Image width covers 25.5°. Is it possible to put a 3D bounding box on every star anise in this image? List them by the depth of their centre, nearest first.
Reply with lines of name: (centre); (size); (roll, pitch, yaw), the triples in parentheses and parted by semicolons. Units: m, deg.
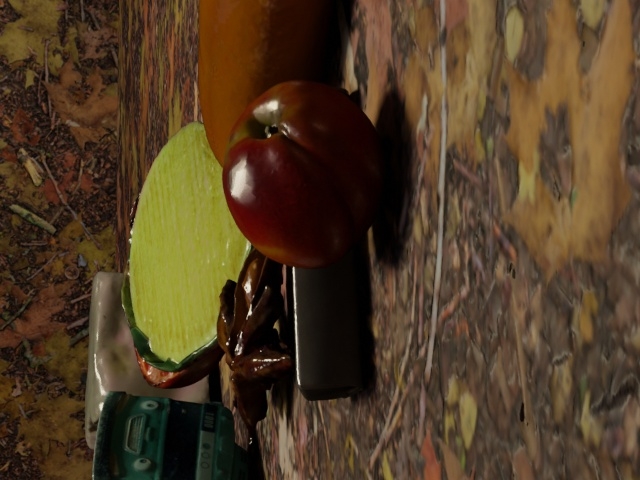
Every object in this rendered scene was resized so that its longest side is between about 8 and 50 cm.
star anise: (-0.050, 0.065, 1.093); (0.212, 0.053, 0.157); (110, 156, -63)

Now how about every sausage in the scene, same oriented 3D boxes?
sausage: (-0.036, -0.144, 0.928); (0.098, 0.098, 0.238); (-104, 15, -47)

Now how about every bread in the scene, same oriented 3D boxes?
bread: (-0.113, 0.006, 1.261); (0.228, 0.033, 0.228); (-25, 59, 50)

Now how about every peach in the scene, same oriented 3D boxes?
peach: (-0.007, -0.035, 0.796); (0.101, 0.100, 0.101); (179, 90, -78)

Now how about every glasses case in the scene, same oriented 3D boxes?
glasses case: (0.000, 0.002, 0.877); (0.072, 0.042, 0.191); (116, 151, -79)

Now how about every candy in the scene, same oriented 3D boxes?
candy: (-0.189, 0.131, 1.562); (0.185, 0.137, 0.195); (116, 153, -65)

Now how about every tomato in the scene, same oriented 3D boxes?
tomato: (-0.113, 0.063, 1.334); (0.155, 0.069, 0.156); (-22, 63, 52)

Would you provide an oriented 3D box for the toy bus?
toy bus: (-0.139, 0.268, 1.298); (0.128, 0.147, 0.256); (-91, 4, -54)
